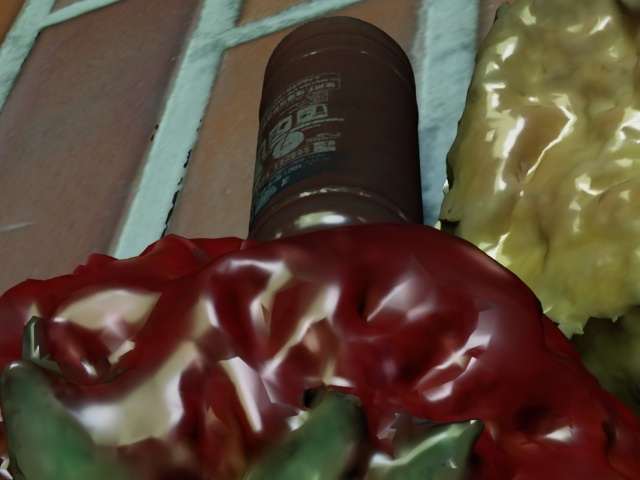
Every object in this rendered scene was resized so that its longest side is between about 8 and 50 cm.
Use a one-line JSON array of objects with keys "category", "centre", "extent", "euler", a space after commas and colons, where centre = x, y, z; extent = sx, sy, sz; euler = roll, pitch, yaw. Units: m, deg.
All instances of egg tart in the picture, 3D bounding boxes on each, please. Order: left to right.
[{"category": "egg tart", "centre": [0.165, -0.029, 0.756], "extent": [0.352, 0.150, 0.352], "euler": [-25, 49, 33]}]

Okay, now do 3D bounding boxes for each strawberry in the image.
[{"category": "strawberry", "centre": [-0.034, 0.139, 0.682], "extent": [0.317, 0.295, 0.345], "euler": [-47, -3, -1]}]

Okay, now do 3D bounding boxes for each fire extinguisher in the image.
[{"category": "fire extinguisher", "centre": [0.000, 0.000, 1.016], "extent": [0.138, 0.102, 0.344], "euler": [-51, 19, 28]}]
